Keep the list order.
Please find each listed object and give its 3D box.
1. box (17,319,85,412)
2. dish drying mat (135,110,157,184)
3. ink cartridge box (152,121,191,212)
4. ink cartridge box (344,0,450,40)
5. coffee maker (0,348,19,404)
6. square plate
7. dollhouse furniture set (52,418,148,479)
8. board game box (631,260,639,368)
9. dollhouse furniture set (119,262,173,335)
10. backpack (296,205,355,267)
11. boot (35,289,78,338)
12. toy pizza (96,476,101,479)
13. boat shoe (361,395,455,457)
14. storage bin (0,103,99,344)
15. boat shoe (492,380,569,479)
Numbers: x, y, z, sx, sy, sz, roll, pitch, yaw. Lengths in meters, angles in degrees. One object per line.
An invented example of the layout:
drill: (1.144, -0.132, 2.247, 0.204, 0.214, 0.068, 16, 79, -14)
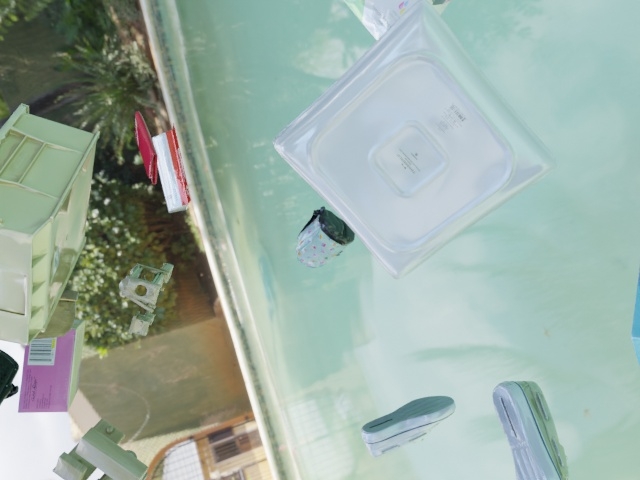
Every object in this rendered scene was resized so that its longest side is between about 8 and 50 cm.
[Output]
box: (-0.724, 0.330, 1.413, 0.243, 0.118, 0.213, 174, 101, -71)
dish drying mat: (-0.159, -0.086, 0.473, 0.083, 0.008, 0.032, 58, 143, 44)
ink cartridge box: (-0.368, -0.171, 1.273, 0.232, 0.066, 0.188, 176, 82, -77)
ink cartridge box: (0.208, -0.606, 1.085, 0.207, 0.119, 0.353, 55, 136, 17)
coffee maker: (-0.675, 0.295, 0.950, 0.120, 0.178, 0.171, 53, -157, -8)
square plate: (0.146, -0.141, 0.864, 0.347, 0.344, 0.049, 47, -156, -9)
dollhouse furniture set: (-0.355, 0.362, 0.910, 0.144, 0.123, 0.151, 34, 124, 3)
board game box: (0.518, 0.118, 0.732, 0.079, 0.253, 0.336, 0, 141, 39)
dollhouse furniture set: (-0.503, 0.154, 1.465, 0.182, 0.101, 0.160, -107, 36, -75)
backpack: (0.000, 0.000, 1.613, 0.182, 0.152, 0.115, -38, 26, 35)
boot: (-0.688, 0.155, 1.111, 0.112, 0.306, 0.115, -10, 75, 55)
toy pizza: (-0.485, 0.562, 1.065, 0.032, 0.201, 0.201, 31, 162, -2)
boat shoe: (0.206, 0.426, 1.192, 0.083, 0.227, 0.075, -124, 17, -78)
storage bin: (-0.452, -0.019, 0.802, 0.260, 0.123, 0.262, -92, 24, -48)
boat shoe: (0.436, 0.421, 1.015, 0.109, 0.094, 0.302, 119, 141, -64)
